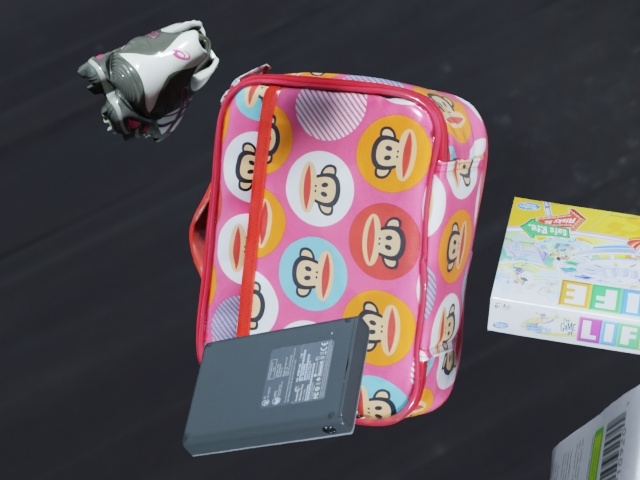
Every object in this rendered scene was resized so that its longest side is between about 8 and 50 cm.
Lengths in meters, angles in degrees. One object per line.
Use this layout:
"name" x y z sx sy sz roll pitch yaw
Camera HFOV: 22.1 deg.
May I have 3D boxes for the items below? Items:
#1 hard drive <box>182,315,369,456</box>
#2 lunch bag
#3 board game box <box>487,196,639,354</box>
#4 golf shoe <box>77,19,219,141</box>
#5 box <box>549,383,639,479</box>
"hard drive" -0.033 0.107 1.207 0.022 0.135 0.094 53 -144 -41
"lunch bag" 0.000 0.000 1.415 0.258 0.120 0.293 9 98 28
"board game box" 0.184 0.024 0.983 0.103 0.154 0.026 -70 -15 -51
"golf shoe" -0.151 -0.165 1.648 0.105 0.120 0.273 60 -173 -7
"box" 0.154 0.112 0.375 0.103 0.203 0.114 102 179 -74
